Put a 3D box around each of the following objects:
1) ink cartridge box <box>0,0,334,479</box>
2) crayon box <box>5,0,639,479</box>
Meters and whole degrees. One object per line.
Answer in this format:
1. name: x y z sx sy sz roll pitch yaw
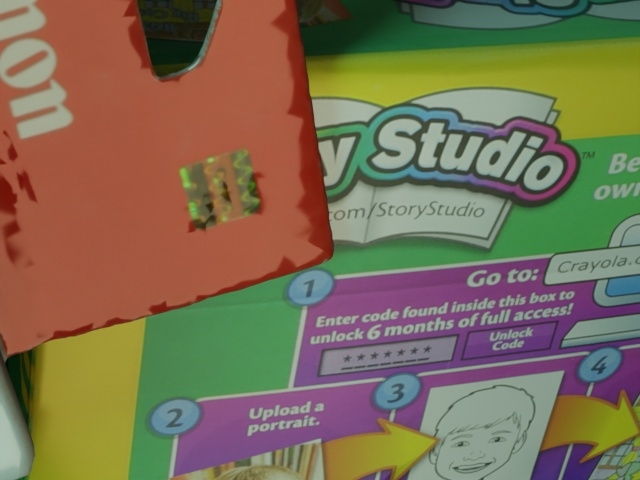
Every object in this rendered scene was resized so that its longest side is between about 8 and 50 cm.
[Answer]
1. ink cartridge box: -0.116 -0.039 0.460 0.239 0.060 0.275 -16 134 -7
2. crayon box: 0.050 0.022 0.698 0.363 0.106 0.313 -5 131 -19
